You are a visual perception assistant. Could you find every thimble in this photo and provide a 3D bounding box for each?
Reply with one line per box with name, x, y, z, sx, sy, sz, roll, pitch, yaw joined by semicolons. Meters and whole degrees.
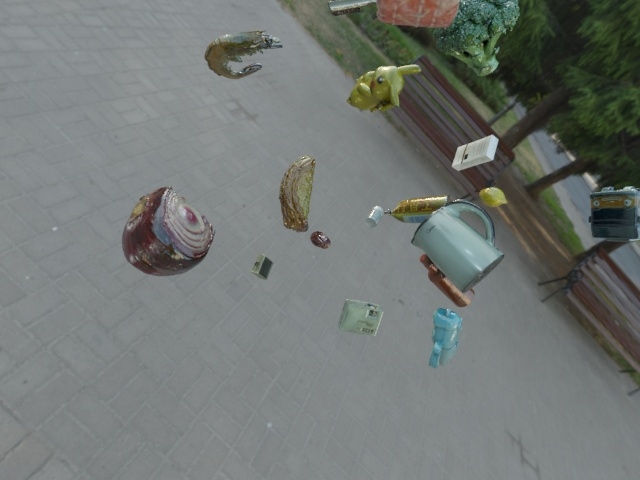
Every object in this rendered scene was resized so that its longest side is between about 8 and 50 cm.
thimble;0.191;-0.532;0.755;0.162;0.239;0.239;8;36;8

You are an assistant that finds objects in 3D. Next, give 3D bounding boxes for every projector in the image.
projector;0.152;0.292;1.537;0.147;0.115;0.061;13;17;-12

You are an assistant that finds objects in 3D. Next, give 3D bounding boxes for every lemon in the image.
lemon;0.564;-0.140;1.317;0.092;0.065;0.065;25;30;16

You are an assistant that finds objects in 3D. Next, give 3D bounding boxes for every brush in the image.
brush;0.144;-0.772;1.315;0.248;0.036;0.043;-16;76;-10

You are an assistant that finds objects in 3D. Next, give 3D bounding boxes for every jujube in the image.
jujube;0.000;0.000;1.926;0.077;0.077;0.129;22;9;-34

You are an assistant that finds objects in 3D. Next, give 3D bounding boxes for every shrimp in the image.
shrimp;-0.252;-0.603;1.328;0.254;0.173;0.058;-9;61;-11

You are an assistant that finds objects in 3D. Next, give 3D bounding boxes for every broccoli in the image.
broccoli;0.502;-0.667;1.294;0.270;0.270;0.269;57;27;-29

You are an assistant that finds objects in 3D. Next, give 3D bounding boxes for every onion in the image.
onion;-0.424;0.003;1.077;0.216;0.206;0.206;49;27;-38

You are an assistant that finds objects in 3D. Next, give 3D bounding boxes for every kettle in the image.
kettle;0.420;-0.001;1.210;0.236;0.221;0.161;49;23;25

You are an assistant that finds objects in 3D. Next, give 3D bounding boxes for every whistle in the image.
whistle;0.416;0.320;1.336;0.093;0.273;0.186;14;44;27

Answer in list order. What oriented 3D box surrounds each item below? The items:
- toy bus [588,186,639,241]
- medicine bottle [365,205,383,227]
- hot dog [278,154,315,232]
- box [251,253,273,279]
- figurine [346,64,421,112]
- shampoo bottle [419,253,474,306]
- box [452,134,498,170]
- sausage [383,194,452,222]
toy bus;0.954;-0.085;1.224;0.276;0.139;0.166;-4;94;-28
medicine bottle;0.243;-0.107;1.818;0.058;0.058;0.091;43;50;-8
hot dog;-0.083;-0.161;1.343;0.114;0.175;0.258;5;78;-2
box;-0.226;0.103;1.568;0.083;0.035;0.079;50;56;-58
figurine;0.271;-0.690;1.851;0.169;0.327;0.218;32;72;-27
shampoo bottle;0.413;0.127;1.337;0.244;0.085;0.085;40;33;-26
box;0.535;-0.301;1.400;0.040;0.154;0.083;25;75;-24
sausage;0.439;-0.139;1.823;0.125;0.318;0.117;-55;134;-42
